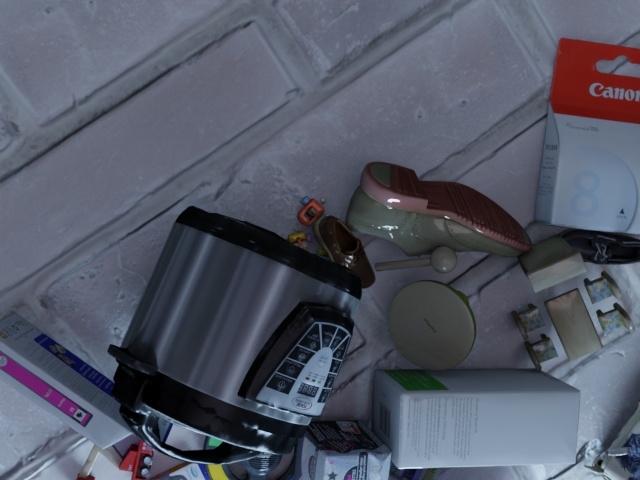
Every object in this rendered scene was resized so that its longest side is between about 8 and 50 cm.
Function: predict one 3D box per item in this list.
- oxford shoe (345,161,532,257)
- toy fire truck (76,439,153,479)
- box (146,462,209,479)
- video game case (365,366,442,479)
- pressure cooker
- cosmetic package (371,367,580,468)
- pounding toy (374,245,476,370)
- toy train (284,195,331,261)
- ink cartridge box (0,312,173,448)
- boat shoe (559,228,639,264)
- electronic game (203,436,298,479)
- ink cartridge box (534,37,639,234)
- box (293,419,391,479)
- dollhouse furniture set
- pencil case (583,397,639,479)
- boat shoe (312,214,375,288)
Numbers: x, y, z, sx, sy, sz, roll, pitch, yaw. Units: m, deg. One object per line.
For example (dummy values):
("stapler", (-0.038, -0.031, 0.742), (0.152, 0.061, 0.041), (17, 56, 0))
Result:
("oxford shoe", (0.235, -0.033, 1.742), (0.396, 0.140, 0.147), (19, 122, -17))
("toy fire truck", (-0.392, 0.415, 1.687), (0.135, 0.047, 0.192), (12, 92, -9))
("box", (-0.278, 0.490, 1.730), (0.136, 0.028, 0.081), (-24, 101, -6))
("video game case", (0.192, 0.396, 1.817), (0.193, 0.023, 0.212), (27, 90, -13))
("pressure cooker", (-0.154, 0.190, 1.538), (0.369, 0.375, 0.421), (24, 85, -3))
("cosmetic package", (0.301, 0.346, 1.723), (0.365, 0.197, 0.155), (0, 95, -14))
("pounding toy", (0.230, 0.131, 1.738), (0.182, 0.110, 0.237), (-13, 95, 32))
("toy train", (0.000, 0.000, 1.719), (0.125, 0.046, 0.166), (-41, 102, -4))
("ink cartridge box", (-0.440, 0.269, 1.569), (0.371, 0.176, 0.069), (34, 92, -5))
("boat shoe", (0.593, 0.015, 1.832), (0.206, 0.065, 0.075), (4, 96, -12))
("electronic game", (-0.120, 0.422, 1.744), (0.229, 0.048, 0.229), (-1, 97, -11))
("ink cartridge box", (0.621, -0.209, 1.799), (0.308, 0.091, 0.385), (5, 97, -12))
("box", (0.032, 0.496, 1.696), (0.142, 0.163, 0.247), (1, 101, -20))
("dollhouse furniture set", (0.494, 0.131, 1.751), (0.212, 0.161, 0.242), (-24, 101, 8))
("pencil case", (0.743, 0.368, 1.857), (0.183, 0.160, 0.410), (31, 90, -28))
("boat shoe", (0.055, 0.025, 1.695), (0.064, 0.060, 0.178), (-49, 115, -29))
